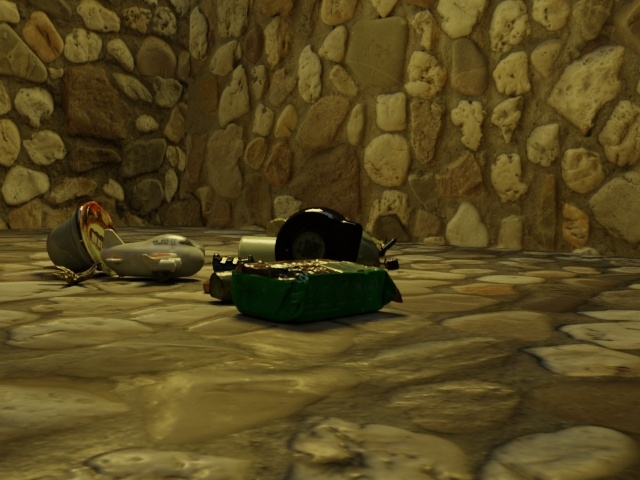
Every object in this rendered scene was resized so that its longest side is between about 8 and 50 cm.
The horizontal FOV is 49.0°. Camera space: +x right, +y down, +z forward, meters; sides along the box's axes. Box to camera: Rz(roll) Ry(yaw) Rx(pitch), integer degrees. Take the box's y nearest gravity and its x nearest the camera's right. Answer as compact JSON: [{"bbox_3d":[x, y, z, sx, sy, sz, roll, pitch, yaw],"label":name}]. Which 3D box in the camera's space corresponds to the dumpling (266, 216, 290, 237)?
[{"bbox_3d":[-0.108,-0.004,2.543,0.173,0.142,0.247,-6,-34,29],"label":"dumpling"}]

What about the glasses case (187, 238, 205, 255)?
[{"bbox_3d":[-0.450,0.027,2.281,0.109,0.067,0.282,-2,7,-22],"label":"glasses case"}]

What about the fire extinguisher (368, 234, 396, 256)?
[{"bbox_3d":[0.125,0.019,2.459,0.311,0.114,0.095,8,-39,48],"label":"fire extinguisher"}]

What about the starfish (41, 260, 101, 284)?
[{"bbox_3d":[-0.542,0.077,1.579,0.133,0.041,0.130,12,16,30],"label":"starfish"}]

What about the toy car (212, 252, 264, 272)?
[{"bbox_3d":[-0.202,0.072,1.740,0.103,0.063,0.216,3,-7,8],"label":"toy car"}]

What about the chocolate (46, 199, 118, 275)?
[{"bbox_3d":[-0.611,0.003,1.770,0.147,0.221,0.221,-12,1,8],"label":"chocolate"}]

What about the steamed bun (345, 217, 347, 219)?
[{"bbox_3d":[0.000,0.000,2.214,0.146,0.164,0.242,3,2,-15],"label":"steamed bun"}]

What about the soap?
[{"bbox_3d":[-0.008,0.087,1.315,0.218,0.098,0.273,5,5,40],"label":"soap"}]

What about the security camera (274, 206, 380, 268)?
[{"bbox_3d":[0.029,0.029,1.659,0.191,0.197,0.277,14,2,25],"label":"security camera"}]

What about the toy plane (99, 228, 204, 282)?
[{"bbox_3d":[-0.412,0.039,1.725,0.252,0.118,0.252,5,4,0],"label":"toy plane"}]

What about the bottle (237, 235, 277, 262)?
[{"bbox_3d":[-0.099,0.043,1.933,0.245,0.104,0.104,2,3,7],"label":"bottle"}]

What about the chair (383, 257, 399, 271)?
[{"bbox_3d":[0.221,0.074,2.174,0.042,0.037,0.086,-10,8,0],"label":"chair"}]

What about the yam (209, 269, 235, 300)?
[{"bbox_3d":[-0.146,0.092,1.446,0.169,0.068,0.068,-6,8,-39],"label":"yam"}]

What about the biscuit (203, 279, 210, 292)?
[{"bbox_3d":[-0.164,0.099,1.590,0.221,0.029,0.142,0,4,-27],"label":"biscuit"}]
